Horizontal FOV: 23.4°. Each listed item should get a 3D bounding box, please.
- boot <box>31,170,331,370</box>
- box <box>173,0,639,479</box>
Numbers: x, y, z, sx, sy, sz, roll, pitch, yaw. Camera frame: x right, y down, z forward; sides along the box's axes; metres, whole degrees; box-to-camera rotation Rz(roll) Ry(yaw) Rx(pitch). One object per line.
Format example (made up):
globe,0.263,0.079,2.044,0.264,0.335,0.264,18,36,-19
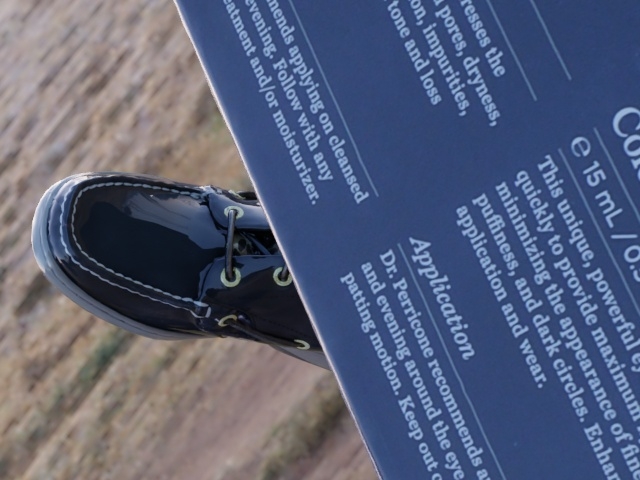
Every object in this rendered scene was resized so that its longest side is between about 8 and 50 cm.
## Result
boot,0.001,-0.001,0.746,0.178,0.236,0.085,-24,55,50
box,0.152,-0.054,0.535,0.312,0.343,0.179,-31,-16,28
